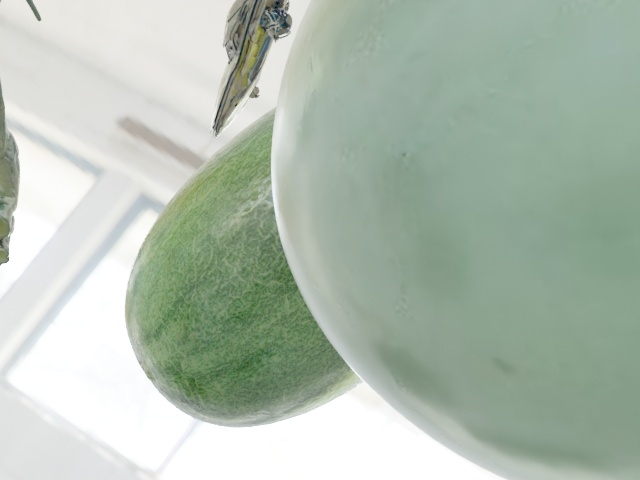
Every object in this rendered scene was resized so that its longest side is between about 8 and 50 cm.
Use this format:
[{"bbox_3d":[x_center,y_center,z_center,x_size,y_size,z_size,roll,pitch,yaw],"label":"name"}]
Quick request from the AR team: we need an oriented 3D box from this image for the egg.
[{"bbox_3d":[0.176,-0.046,0.484,0.276,0.388,0.276,165,-90,-89],"label":"egg"}]

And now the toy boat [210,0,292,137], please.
[{"bbox_3d":[-0.082,-0.202,1.593,0.066,0.084,0.210,16,-64,-14],"label":"toy boat"}]

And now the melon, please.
[{"bbox_3d":[0.000,0.000,0.960,0.182,0.287,0.182,45,-9,10],"label":"melon"}]

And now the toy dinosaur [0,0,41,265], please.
[{"bbox_3d":[-0.308,-0.050,1.323,0.076,0.147,0.363,7,-56,-8],"label":"toy dinosaur"}]
